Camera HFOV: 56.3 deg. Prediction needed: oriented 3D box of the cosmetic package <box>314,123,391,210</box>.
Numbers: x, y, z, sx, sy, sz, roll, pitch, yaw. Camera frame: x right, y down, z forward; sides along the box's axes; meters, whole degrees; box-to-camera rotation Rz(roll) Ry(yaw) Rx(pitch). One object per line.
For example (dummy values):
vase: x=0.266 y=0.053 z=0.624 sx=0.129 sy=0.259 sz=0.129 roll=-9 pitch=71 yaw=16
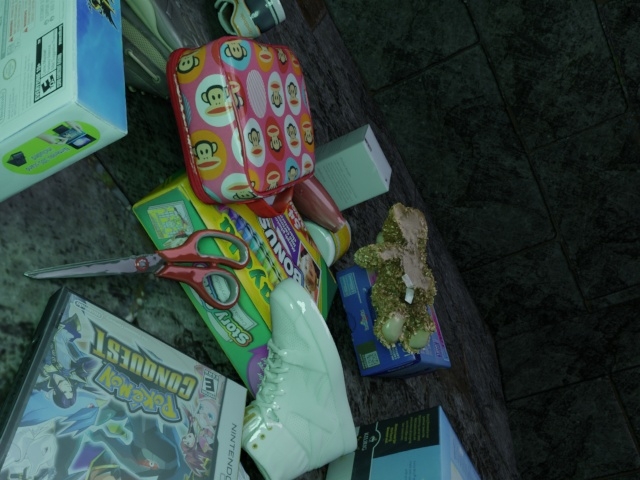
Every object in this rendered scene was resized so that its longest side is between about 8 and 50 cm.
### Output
cosmetic package: x=0.075 y=-0.190 z=1.601 sx=0.151 sy=0.183 sz=0.151 roll=60 pitch=22 yaw=-22

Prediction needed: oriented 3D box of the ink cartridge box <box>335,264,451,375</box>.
ink cartridge box: x=0.181 y=0.205 z=1.524 sx=0.395 sy=0.151 sz=0.270 roll=25 pitch=46 yaw=-59

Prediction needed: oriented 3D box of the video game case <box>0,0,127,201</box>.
video game case: x=-0.294 y=-0.166 z=0.552 sx=0.061 sy=0.244 sz=0.270 roll=37 pitch=37 yaw=-57

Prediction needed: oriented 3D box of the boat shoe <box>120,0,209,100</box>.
boat shoe: x=-0.260 y=-0.300 z=0.949 sx=0.355 sy=0.130 sz=0.132 roll=55 pitch=19 yaw=-37

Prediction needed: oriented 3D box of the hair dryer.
hair dryer: x=-0.048 y=-0.127 z=1.233 sx=0.293 sy=0.080 sz=0.223 roll=50 pitch=13 yaw=26

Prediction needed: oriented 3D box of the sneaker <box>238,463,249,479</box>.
sneaker: x=-0.111 y=0.340 z=0.756 sx=0.083 sy=0.071 sz=0.191 roll=43 pitch=31 yaw=-60

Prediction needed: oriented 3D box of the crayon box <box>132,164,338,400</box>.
crayon box: x=-0.115 y=0.022 z=1.012 sx=0.363 sy=0.106 sz=0.313 roll=61 pitch=21 yaw=-18

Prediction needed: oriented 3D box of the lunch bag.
lunch bag: x=-0.098 y=-0.162 z=0.905 sx=0.293 sy=0.120 sz=0.258 roll=-31 pitch=111 yaw=-68

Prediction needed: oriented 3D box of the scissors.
scissors: x=-0.210 y=0.020 z=0.751 sx=0.297 sy=0.021 sz=0.109 roll=15 pitch=74 yaw=-42

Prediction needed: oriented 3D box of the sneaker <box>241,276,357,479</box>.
sneaker: x=-0.059 y=0.212 z=0.838 sx=0.108 sy=0.169 sz=0.293 roll=16 pitch=-56 yaw=62

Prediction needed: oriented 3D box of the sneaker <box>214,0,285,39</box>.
sneaker: x=-0.192 y=-0.552 z=1.416 sx=0.126 sy=0.127 sz=0.321 roll=59 pitch=-3 yaw=-31

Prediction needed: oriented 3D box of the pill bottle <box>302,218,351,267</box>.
pill bottle: x=0.000 y=0.000 z=1.313 sx=0.118 sy=0.117 sz=0.208 roll=66 pitch=20 yaw=-4

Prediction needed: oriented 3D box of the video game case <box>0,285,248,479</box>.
video game case: x=-0.196 y=0.212 z=0.634 sx=0.275 sy=0.035 sz=0.248 roll=39 pitch=33 yaw=-31

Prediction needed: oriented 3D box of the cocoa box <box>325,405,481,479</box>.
cocoa box: x=0.145 y=0.497 z=1.005 sx=0.231 sy=0.228 sz=0.347 roll=61 pitch=21 yaw=-19

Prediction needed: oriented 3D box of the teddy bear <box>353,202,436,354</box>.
teddy bear: x=0.175 y=0.089 z=1.353 sx=0.245 sy=0.113 sz=0.338 roll=-1 pitch=74 yaw=-37
